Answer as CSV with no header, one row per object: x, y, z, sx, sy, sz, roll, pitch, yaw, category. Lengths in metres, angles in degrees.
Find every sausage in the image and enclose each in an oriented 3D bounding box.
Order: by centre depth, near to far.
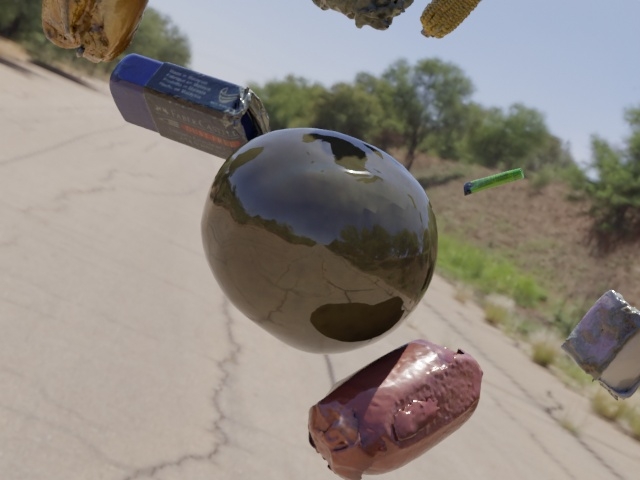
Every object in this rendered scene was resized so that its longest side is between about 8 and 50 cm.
0.105,0.236,1.333,0.279,0.152,0.152,-25,36,-33,sausage

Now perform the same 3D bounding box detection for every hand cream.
0.345,-0.119,1.899,0.122,0.036,0.023,-15,-46,21,hand cream

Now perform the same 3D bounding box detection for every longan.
0.000,0.000,1.395,0.361,0.361,0.361,24,4,-2,longan

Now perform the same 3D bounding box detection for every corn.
0.288,-0.494,1.878,0.080,0.238,0.080,40,21,-19,corn

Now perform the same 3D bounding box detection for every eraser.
-0.263,-0.266,1.885,0.332,0.101,0.155,20,-29,23,eraser

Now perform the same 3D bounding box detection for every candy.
0.649,0.231,2.066,0.185,0.195,0.137,30,11,-40,candy

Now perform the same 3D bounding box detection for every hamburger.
-0.369,-0.448,1.584,0.170,0.314,0.290,8,-2,-20,hamburger

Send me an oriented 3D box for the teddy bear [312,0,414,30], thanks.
0.115,-0.515,1.536,0.357,0.367,0.224,4,-31,27,teddy bear
